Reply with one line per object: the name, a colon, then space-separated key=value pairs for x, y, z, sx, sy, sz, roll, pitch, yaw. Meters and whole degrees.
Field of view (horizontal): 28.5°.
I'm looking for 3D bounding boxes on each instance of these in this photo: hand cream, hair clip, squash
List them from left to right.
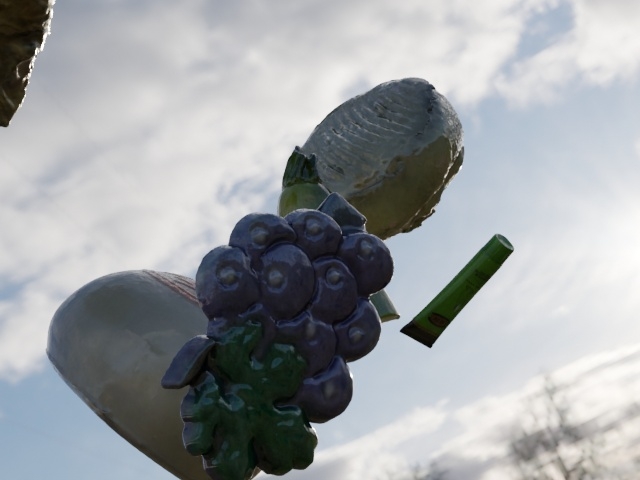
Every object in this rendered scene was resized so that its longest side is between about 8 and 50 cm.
hair clip: x=-0.027 y=0.049 z=0.712 sx=0.124 sy=0.195 sz=0.052 roll=41 pitch=-36 yaw=-22
squash: x=-0.001 y=0.002 z=1.211 sx=0.090 sy=0.200 sz=0.075 roll=-11 pitch=-22 yaw=-38
hand cream: x=0.119 y=0.044 z=1.081 sx=0.036 sy=0.023 sz=0.122 roll=29 pitch=-65 yaw=-26

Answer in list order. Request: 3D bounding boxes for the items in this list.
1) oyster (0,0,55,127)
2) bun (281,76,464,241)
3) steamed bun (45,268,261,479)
oyster: x=-0.317 y=-0.242 z=1.120 sx=0.238 sy=0.115 sz=0.351 roll=-26 pitch=-37 yaw=-29
bun: x=0.069 y=-0.078 z=1.507 sx=0.239 sy=0.239 sz=0.141 roll=-32 pitch=-63 yaw=19
steamed bun: x=-0.123 y=0.110 z=1.122 sx=0.145 sy=0.232 sz=0.232 roll=-50 pitch=-19 yaw=-5
